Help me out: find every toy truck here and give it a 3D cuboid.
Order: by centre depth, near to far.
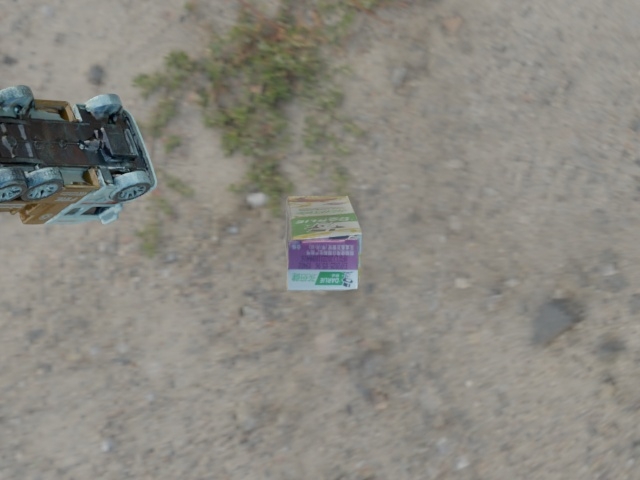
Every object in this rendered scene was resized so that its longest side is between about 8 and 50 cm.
[{"bbox_3d":[-0.212,-0.047,1.109,0.115,0.177,0.080,-34,70,35],"label":"toy truck"}]

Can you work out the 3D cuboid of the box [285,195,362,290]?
[{"bbox_3d":[0.000,0.000,1.123,0.049,0.207,0.041,1,99,-2],"label":"box"}]
